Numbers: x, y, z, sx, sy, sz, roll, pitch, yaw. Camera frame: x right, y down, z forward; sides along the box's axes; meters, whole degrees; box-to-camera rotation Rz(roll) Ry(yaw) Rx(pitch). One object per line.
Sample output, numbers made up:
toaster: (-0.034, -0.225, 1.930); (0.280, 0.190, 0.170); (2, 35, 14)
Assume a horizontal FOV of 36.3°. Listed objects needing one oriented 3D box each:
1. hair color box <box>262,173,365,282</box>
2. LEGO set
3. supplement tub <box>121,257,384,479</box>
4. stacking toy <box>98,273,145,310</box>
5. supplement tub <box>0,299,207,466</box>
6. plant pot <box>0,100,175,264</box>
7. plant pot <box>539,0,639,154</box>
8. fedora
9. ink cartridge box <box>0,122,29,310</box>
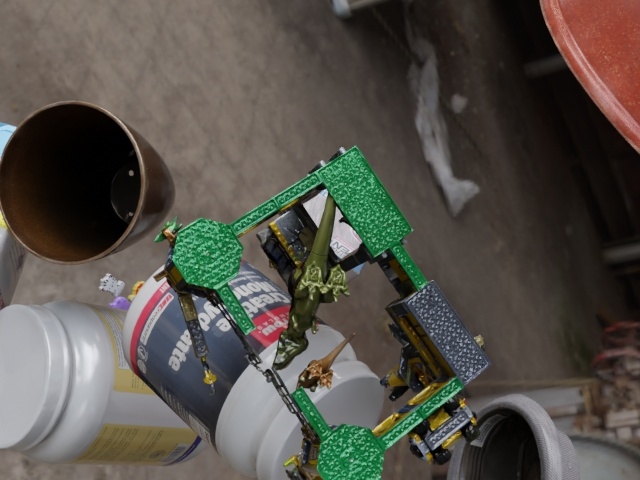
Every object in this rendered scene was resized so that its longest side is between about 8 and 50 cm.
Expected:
hair color box: (0.000, 0.000, 1.849); (0.105, 0.174, 0.347); (-56, -179, -12)
LEGO set: (-0.004, 0.079, 0.948); (0.255, 0.192, 0.331); (-43, 93, -19)
supplement tub: (-0.080, 0.146, 1.118); (0.191, 0.272, 0.191); (-31, 140, -31)
stacking toy: (-0.445, 0.177, 2.041); (0.052, 0.167, 0.221); (34, 76, -34)
supplement tub: (-0.334, 0.220, 1.487); (0.331, 0.241, 0.241); (17, 61, -48)
plant pot: (-0.298, -0.073, 1.383); (0.230, 0.215, 0.215); (4, 73, -75)
plant pot: (0.351, -0.185, 0.706); (0.272, 0.265, 0.272); (29, 37, -24)
fedora: (0.309, 0.380, 1.496); (0.124, 0.244, 0.275); (19, 64, -29)
ink cartridge box: (-0.551, -0.028, 1.488); (0.198, 0.197, 0.270); (116, -13, -64)
